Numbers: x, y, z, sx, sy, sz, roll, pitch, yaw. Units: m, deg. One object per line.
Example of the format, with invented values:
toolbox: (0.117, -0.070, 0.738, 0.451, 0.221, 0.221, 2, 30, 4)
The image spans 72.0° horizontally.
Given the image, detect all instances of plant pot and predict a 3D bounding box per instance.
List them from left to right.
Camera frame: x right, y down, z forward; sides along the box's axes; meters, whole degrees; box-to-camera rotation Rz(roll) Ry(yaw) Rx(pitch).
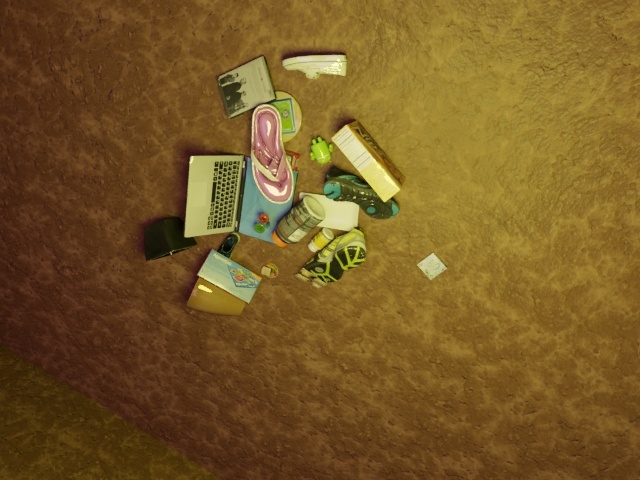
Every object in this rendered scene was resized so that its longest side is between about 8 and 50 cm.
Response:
plant pot: (-0.758, -0.013, 2.173, 0.188, 0.187, 0.167, -20, 90, 24)
plant pot: (-0.495, 0.273, 2.180, 0.254, 0.237, 0.237, 26, 117, -8)

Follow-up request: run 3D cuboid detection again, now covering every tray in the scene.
tray: (0.036, -0.128, 1.935, 0.270, 0.030, 0.145, 10, 113, 15)

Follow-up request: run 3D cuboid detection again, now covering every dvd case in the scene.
dvd case: (-0.309, -0.633, 1.833, 0.238, 0.029, 0.179, -15, 93, 23)

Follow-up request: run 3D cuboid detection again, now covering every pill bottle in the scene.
pill bottle: (-0.105, -0.072, 1.915, 0.245, 0.130, 0.130, -39, 95, 27)
pill bottle: (0.000, 0.000, 1.978, 0.065, 0.065, 0.116, 46, 117, -3)

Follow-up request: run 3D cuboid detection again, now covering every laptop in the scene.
laptop: (-0.357, -0.162, 1.947, 0.236, 0.407, 0.382, 35, 123, 41)

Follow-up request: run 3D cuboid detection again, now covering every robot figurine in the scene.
robot figurine: (0.003, -0.370, 1.828, 0.101, 0.067, 0.115, -25, 102, -5)

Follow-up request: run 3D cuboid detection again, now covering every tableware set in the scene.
tableware set: (-0.046, 0.181, 2.034, 0.141, 0.020, 0.169, 31, 157, -5)

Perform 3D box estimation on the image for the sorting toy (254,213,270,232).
sorting toy: (-0.256, -0.080, 1.981, 0.061, 0.042, 0.102, 26, 122, -6)

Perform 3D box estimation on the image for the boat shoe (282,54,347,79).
boat shoe: (-0.025, -0.668, 1.705, 0.258, 0.095, 0.084, 4, 108, 18)

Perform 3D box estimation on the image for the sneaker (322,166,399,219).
sneaker: (0.176, -0.201, 1.805, 0.340, 0.140, 0.125, 23, 134, -15)

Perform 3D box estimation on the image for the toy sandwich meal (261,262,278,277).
toy sandwich meal: (-0.247, 0.148, 2.139, 0.085, 0.029, 0.086, 7, 113, 16)

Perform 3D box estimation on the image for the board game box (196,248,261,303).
board game box: (-0.434, 0.174, 2.111, 0.281, 0.145, 0.027, 33, 156, -16)

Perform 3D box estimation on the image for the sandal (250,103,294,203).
sandal: (-0.214, -0.345, 1.818, 0.169, 0.102, 0.416, -10, 108, 0)

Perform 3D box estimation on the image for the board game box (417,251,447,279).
board game box: (0.478, 0.109, 1.885, 0.090, 0.020, 0.090, 47, 118, -4)

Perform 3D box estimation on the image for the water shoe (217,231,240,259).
water shoe: (-0.466, 0.045, 2.144, 0.073, 0.080, 0.203, 35, 117, 3)

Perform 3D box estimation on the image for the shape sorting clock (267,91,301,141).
shape sorting clock: (-0.171, -0.516, 1.844, 0.206, 0.040, 0.206, 9, 112, 22)

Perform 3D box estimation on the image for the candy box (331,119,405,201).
candy box: (0.194, -0.316, 1.720, 0.087, 0.183, 0.316, -39, 95, 26)

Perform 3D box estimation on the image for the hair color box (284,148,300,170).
hair color box: (-0.165, -0.357, 1.904, 0.141, 0.043, 0.072, 19, 116, 11)

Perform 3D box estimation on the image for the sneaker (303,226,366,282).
sneaker: (0.071, 0.072, 1.954, 0.145, 0.147, 0.384, 36, 139, -24)
